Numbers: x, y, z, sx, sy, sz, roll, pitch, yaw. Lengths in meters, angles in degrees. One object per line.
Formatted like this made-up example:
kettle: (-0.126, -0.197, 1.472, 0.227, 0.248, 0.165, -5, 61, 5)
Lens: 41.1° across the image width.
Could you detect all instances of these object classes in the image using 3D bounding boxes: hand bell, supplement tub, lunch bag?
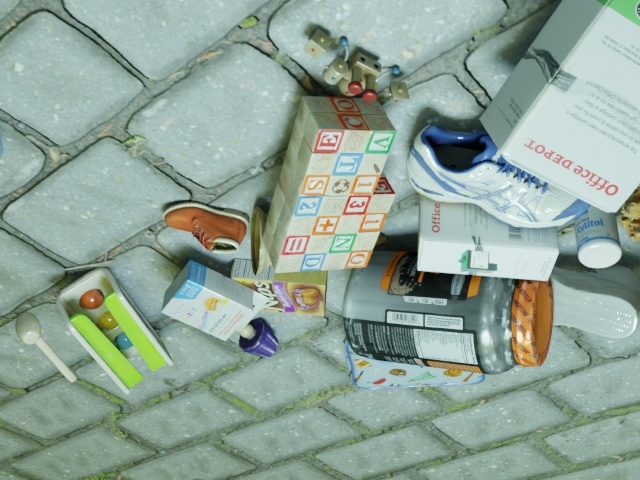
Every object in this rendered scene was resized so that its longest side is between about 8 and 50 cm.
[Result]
hand bell: (0.000, 0.000, 1.554, 0.242, 0.126, 0.126, 0, 142, -13)
supplement tub: (0.227, 0.126, 1.517, 0.338, 0.207, 0.207, 3, 143, 27)
lunch bag: (0.193, 0.220, 1.769, 0.304, 0.114, 0.243, -2, 143, 9)
supplement tub: (0.468, -0.013, 1.446, 0.071, 0.107, 0.071, 3, 141, 3)

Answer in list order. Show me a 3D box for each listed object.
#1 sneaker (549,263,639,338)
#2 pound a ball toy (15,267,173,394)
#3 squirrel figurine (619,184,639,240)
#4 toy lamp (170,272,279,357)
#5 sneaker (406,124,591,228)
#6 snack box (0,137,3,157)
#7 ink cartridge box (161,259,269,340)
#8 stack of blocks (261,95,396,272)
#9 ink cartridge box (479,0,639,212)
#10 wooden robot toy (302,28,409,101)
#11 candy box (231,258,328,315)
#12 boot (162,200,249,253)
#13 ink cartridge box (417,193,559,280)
sneaker: (0.465, 0.091, 1.574, 0.293, 0.169, 0.108, 21, 114, 34)
pound a ball toy: (-0.474, 0.193, 1.778, 0.208, 0.135, 0.319, -33, 138, -8)
squirrel figurine: (0.655, -0.008, 1.358, 0.397, 0.281, 0.370, 38, 144, -14)
toy lamp: (-0.194, 0.162, 1.775, 0.080, 0.080, 0.275, -26, 130, 34)
sneaker: (0.279, -0.101, 1.318, 0.297, 0.111, 0.131, 10, 157, 7)
snack box: (-0.642, -0.199, 1.397, 0.207, 0.070, 0.174, 11, 141, -3)
ink cartridge box: (-0.200, 0.125, 1.647, 0.181, 0.061, 0.104, 27, 124, -22)
stack of blocks: (0.026, -0.085, 1.378, 0.171, 0.087, 0.297, -3, 135, -24)
ink cartridge box: (0.383, -0.210, 1.130, 0.211, 0.121, 0.289, 24, 116, -21)
wooden robot toy: (0.043, -0.236, 1.264, 0.173, 0.076, 0.079, 24, 149, -20)
candy box: (-0.081, 0.095, 1.697, 0.187, 0.053, 0.109, 6, 141, 3)
boot: (-0.213, -0.020, 1.549, 0.158, 0.084, 0.059, 8, 143, 0)
ink cartridge box: (0.271, -0.028, 1.413, 0.220, 0.160, 0.092, 5, 143, 3)
